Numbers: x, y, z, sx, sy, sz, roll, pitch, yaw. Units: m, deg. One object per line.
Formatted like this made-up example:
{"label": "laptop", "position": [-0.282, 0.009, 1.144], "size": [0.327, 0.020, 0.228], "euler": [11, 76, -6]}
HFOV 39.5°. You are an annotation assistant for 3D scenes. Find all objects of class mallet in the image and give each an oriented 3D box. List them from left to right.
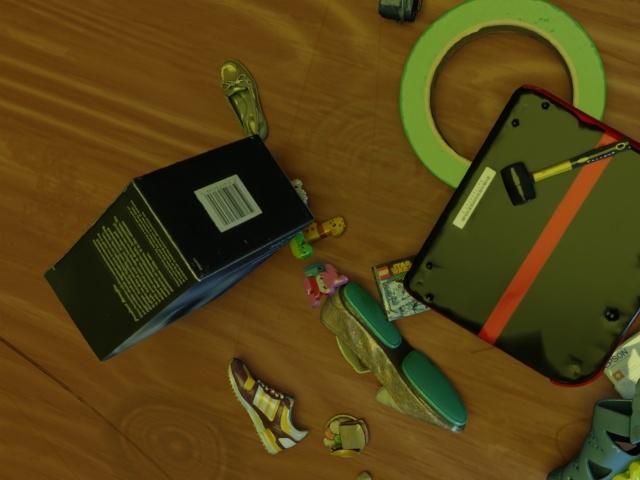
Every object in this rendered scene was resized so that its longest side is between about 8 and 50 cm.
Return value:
{"label": "mallet", "position": [0.365, -0.101, 1.317], "size": [0.189, 0.039, 0.062], "euler": [-13, 93, 13]}

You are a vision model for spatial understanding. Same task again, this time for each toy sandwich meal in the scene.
{"label": "toy sandwich meal", "position": [0.043, 0.343, 1.549], "size": [0.085, 0.029, 0.086], "euler": [1, 94, 13]}

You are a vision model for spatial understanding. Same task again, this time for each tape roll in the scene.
{"label": "tape roll", "position": [0.289, -0.228, 1.429], "size": [0.321, 0.077, 0.321], "euler": [1, 95, 13]}

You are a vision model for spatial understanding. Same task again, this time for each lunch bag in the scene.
{"label": "lunch bag", "position": [0.135, -0.402, 1.457], "size": [0.065, 0.067, 0.098], "euler": [10, 97, 13]}

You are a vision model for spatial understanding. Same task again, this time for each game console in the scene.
{"label": "game console", "position": [0.361, 0.003, 1.378], "size": [0.342, 0.060, 0.386], "euler": [32, 104, 10]}

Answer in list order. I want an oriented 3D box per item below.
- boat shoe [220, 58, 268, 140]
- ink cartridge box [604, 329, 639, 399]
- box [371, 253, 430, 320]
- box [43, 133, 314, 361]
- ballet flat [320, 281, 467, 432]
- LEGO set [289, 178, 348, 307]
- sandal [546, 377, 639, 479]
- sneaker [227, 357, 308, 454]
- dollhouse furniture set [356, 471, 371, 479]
{"label": "boat shoe", "position": [-0.136, -0.243, 1.541], "size": [0.056, 0.048, 0.153], "euler": [-18, 90, 14]}
{"label": "ink cartridge box", "position": [0.590, 0.214, 1.403], "size": [0.223, 0.045, 0.224], "euler": [-38, 85, 13]}
{"label": "box", "position": [0.162, 0.071, 1.477], "size": [0.137, 0.027, 0.094], "euler": [-14, 90, -10]}
{"label": "box", "position": [-0.219, 0.011, 1.406], "size": [0.294, 0.296, 0.183], "euler": [-37, 85, 39]}
{"label": "ballet flat", "position": [0.115, 0.210, 1.499], "size": [0.316, 0.107, 0.106], "euler": [51, 122, 11]}
{"label": "LEGO set", "position": [0.000, 0.000, 1.502], "size": [0.093, 0.087, 0.227], "euler": [-23, 69, 6]}
{"label": "sandal", "position": [0.468, 0.302, 1.373], "size": [0.317, 0.126, 0.138], "euler": [-44, 76, 34]}
{"label": "sneaker", "position": [-0.093, 0.277, 1.563], "size": [0.084, 0.069, 0.185], "euler": [-29, 93, 5]}
{"label": "dollhouse furniture set", "position": [0.115, 0.467, 1.552], "size": [0.081, 0.091, 0.114], "euler": [-12, 120, -25]}
